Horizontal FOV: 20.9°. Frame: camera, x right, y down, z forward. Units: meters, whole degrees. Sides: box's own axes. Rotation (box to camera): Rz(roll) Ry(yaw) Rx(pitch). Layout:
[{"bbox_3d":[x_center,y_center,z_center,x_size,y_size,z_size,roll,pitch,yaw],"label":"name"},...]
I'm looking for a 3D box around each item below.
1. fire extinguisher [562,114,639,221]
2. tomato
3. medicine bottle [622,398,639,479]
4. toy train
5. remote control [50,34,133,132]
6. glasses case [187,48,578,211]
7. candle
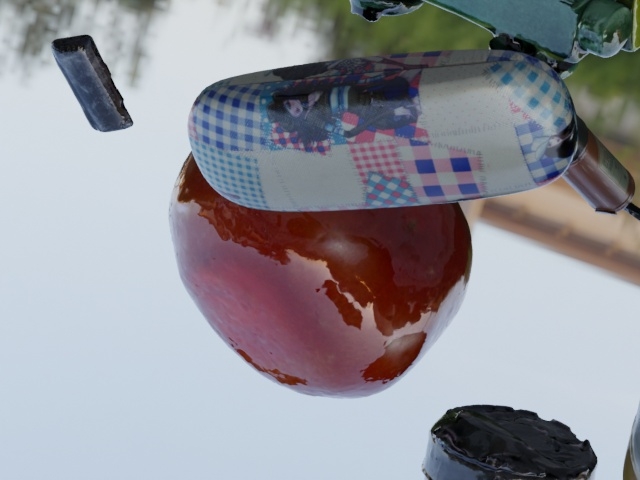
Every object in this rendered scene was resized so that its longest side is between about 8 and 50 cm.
[{"bbox_3d":[0.244,-0.060,1.542,0.062,0.050,0.177,37,-179,40],"label":"fire extinguisher"},{"bbox_3d":[0.000,0.000,1.820,0.289,0.325,0.293,-17,-161,46],"label":"tomato"},{"bbox_3d":[0.394,0.155,1.509,0.237,0.232,0.238,0,-135,0],"label":"medicine bottle"},{"bbox_3d":[0.184,-0.297,1.755,0.369,0.150,0.237,29,-127,33],"label":"toy train"},{"bbox_3d":[-0.184,-0.124,1.400,0.039,0.096,0.014,-7,-138,20],"label":"remote control"},{"bbox_3d":[0.047,-0.087,1.417,0.327,0.125,0.076,-3,-141,22],"label":"glasses case"},{"bbox_3d":[0.188,0.345,1.862,0.187,0.330,0.187,6,-164,-2],"label":"candle"}]
